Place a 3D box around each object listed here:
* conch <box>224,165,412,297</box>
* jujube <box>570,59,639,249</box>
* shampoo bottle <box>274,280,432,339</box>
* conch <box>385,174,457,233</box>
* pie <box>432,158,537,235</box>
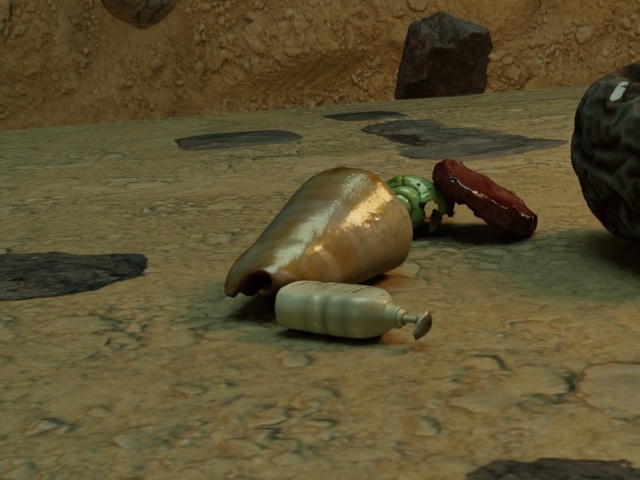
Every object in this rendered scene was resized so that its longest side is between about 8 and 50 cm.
[{"bbox_3d":[0.000,-0.012,1.155,0.158,0.127,0.255,3,10,28],"label":"conch"},{"bbox_3d":[0.404,-0.088,1.209,0.226,0.226,0.317,-6,18,-12],"label":"jujube"},{"bbox_3d":[0.037,0.066,1.006,0.151,0.045,0.077,3,10,34],"label":"shampoo bottle"},{"bbox_3d":[0.138,-0.048,1.438,0.105,0.079,0.170,18,17,23],"label":"conch"},{"bbox_3d":[0.209,-0.055,1.387,0.154,0.036,0.154,27,17,-9],"label":"pie"}]
